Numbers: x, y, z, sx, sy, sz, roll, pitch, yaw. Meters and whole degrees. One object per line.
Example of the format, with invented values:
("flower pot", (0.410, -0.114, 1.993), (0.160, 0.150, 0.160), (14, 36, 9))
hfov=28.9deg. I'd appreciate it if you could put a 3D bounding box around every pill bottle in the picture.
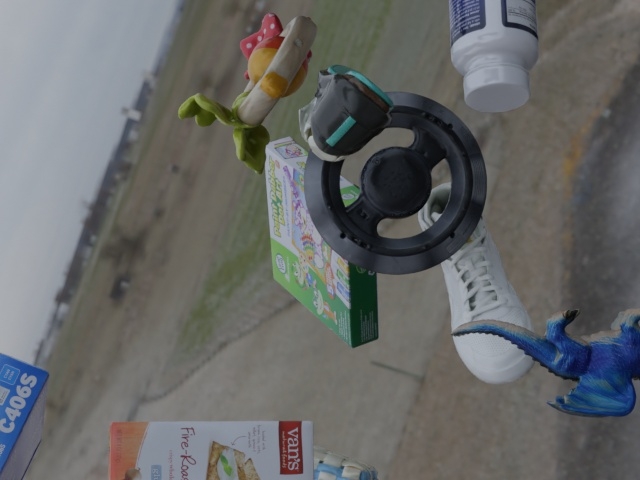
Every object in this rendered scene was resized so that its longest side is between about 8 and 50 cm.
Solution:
("pill bottle", (0.184, -0.227, 1.321), (0.094, 0.094, 0.169), (130, 143, -64))

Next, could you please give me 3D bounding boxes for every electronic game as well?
("electronic game", (0.093, -0.072, 1.543), (0.048, 0.229, 0.229), (109, 178, -84))

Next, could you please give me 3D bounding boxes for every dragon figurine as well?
("dragon figurine", (0.286, 0.145, 1.309), (0.085, 0.289, 0.144), (85, -175, -85))

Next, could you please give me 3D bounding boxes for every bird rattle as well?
("bird rattle", (-0.060, -0.223, 1.689), (0.253, 0.143, 0.207), (-54, 10, -30))

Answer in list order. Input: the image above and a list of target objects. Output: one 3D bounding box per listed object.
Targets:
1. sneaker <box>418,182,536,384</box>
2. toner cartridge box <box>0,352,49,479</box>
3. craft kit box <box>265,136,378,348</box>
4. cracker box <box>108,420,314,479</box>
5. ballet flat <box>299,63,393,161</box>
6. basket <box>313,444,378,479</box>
("sneaker", (0.191, 0.044, 1.614), (0.108, 0.169, 0.292), (-25, 34, 8))
("toner cartridge box", (-0.455, 0.294, 1.750), (0.348, 0.075, 0.165), (120, 172, -62))
("craft kit box", (0.000, 0.000, 1.895), (0.246, 0.061, 0.250), (42, 142, 51))
("cracker box", (-0.124, 0.283, 1.409), (0.067, 0.232, 0.156), (138, 132, -75))
("ballet flat", (0.021, -0.134, 1.317), (0.096, 0.095, 0.280), (-51, 1, 8))
("basket", (-0.038, 0.434, 1.760), (0.201, 0.254, 0.289), (53, -125, -75))
